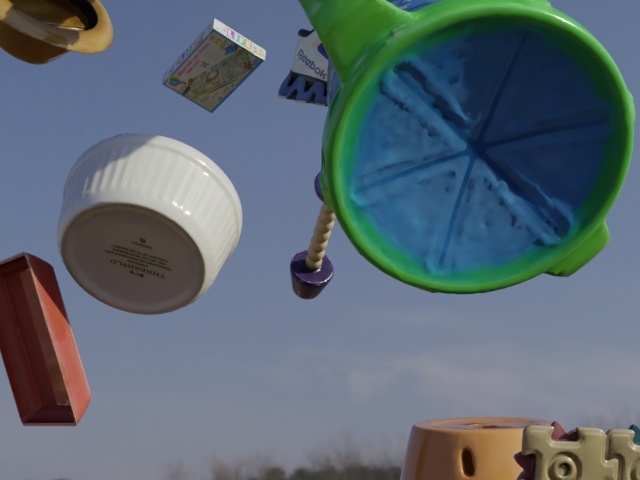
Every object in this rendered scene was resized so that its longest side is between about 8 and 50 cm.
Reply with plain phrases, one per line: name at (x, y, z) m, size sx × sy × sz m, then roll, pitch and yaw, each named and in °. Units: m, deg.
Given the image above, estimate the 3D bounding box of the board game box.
board game box at (-0.177, -0.286, 2.034) m, size 0.103 × 0.026 × 0.154 m, roll 29°, pitch -48°, yaw -26°

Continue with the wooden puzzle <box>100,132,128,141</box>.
wooden puzzle at (-0.348, -0.164, 2.109) m, size 0.083 × 0.006 × 0.049 m, roll -20°, pitch -24°, yaw -3°

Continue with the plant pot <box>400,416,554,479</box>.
plant pot at (0.226, 0.348, 1.664) m, size 0.291 × 0.203 × 0.291 m, roll -1°, pitch -3°, yaw 0°

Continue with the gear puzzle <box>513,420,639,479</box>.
gear puzzle at (0.258, 0.340, 1.161) m, size 0.175 × 0.339 × 0.044 m, roll 3°, pitch 1°, yaw -7°

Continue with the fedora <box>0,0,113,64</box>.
fedora at (-0.359, -0.279, 1.558) m, size 0.194 × 0.194 × 0.079 m, roll 7°, pitch -46°, yaw -41°

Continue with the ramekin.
ramekin at (-0.255, -0.011, 1.783) m, size 0.273 × 0.127 × 0.273 m, roll 5°, pitch -50°, yaw 6°

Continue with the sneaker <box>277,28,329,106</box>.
sneaker at (0.083, -0.298, 2.001) m, size 0.315 × 0.182 × 0.127 m, roll 10°, pitch 9°, yaw 20°

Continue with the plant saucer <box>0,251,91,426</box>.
plant saucer at (-0.426, 0.149, 1.851) m, size 0.047 × 0.258 × 0.259 m, roll -17°, pitch 1°, yaw -32°

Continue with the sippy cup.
sippy cup at (0.102, -0.110, 0.990) m, size 0.240 × 0.305 × 0.224 m, roll -11°, pitch 29°, yaw -4°

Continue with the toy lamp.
toy lamp at (0.000, 0.000, 2.044) m, size 0.080 × 0.080 × 0.275 m, roll -2°, pitch -37°, yaw -15°
